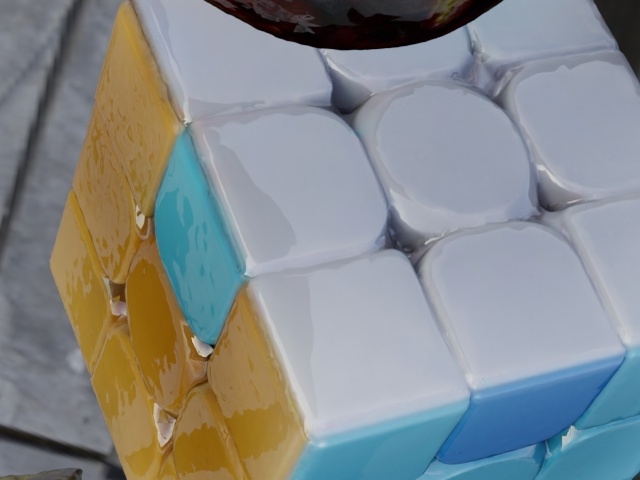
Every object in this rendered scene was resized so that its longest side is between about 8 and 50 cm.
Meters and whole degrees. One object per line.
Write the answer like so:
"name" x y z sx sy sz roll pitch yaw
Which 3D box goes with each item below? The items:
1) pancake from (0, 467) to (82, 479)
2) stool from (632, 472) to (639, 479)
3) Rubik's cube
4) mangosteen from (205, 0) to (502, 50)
"pancake" -0.256 0.171 1.170 0.235 0.212 0.029 -13 86 -22
"stool" 0.344 0.176 1.428 0.297 0.330 0.297 -21 119 -43
"Rubik's cube" 0.032 0.027 1.154 0.290 0.291 0.291 -11 62 -25
"mangosteen" 0.032 -0.219 0.819 0.231 0.231 0.289 33 108 -33
